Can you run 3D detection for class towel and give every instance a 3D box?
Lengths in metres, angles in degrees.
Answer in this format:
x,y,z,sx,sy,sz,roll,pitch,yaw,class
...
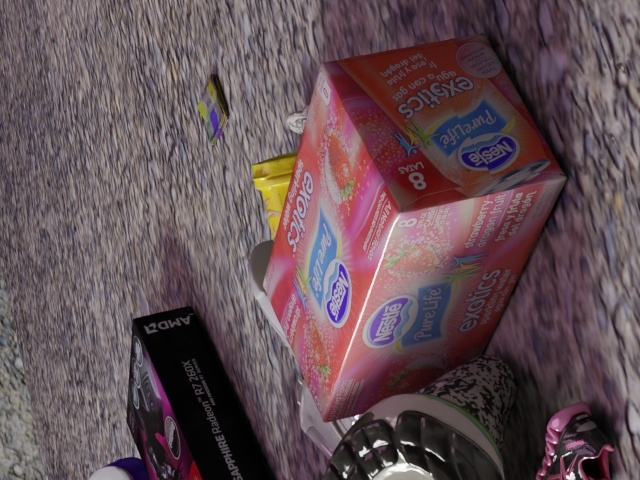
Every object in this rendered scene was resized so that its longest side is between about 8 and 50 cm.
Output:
x,y,z,sx,sy,sz,roll,pitch,yaw,class
-0.126,-0.153,1.859,0.083,0.009,0.060,128,126,-64,towel

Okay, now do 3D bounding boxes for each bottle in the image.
x,y,z,sx,sy,sz,roll,pitch,yaw,class
-0.265,0.367,2.256,0.118,0.092,0.283,61,180,17,bottle

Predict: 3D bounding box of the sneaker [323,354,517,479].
x,y,z,sx,sy,sz,roll,pitch,yaw,class
0.053,0.238,1.344,0.158,0.182,0.410,44,132,4,sneaker

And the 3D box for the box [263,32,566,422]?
x,y,z,sx,sy,sz,roll,pitch,yaw,class
0.064,-0.002,1.265,0.300,0.142,0.154,108,144,-53,box

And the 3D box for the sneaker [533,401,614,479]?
x,y,z,sx,sy,sz,roll,pitch,yaw,class
0.192,0.180,1.184,0.057,0.047,0.119,42,142,40,sneaker

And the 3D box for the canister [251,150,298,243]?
x,y,z,sx,sy,sz,roll,pitch,yaw,class
0.000,0.000,1.476,0.126,0.073,0.170,-30,-73,-71,canister

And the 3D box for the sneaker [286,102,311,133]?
x,y,z,sx,sy,sz,roll,pitch,yaw,class
-0.010,-0.111,1.549,0.083,0.032,0.037,155,102,-69,sneaker

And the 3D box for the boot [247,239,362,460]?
x,y,z,sx,sy,sz,roll,pitch,yaw,class
-0.008,0.120,1.582,0.258,0.095,0.123,57,144,42,boot

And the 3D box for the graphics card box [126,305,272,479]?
x,y,z,sx,sy,sz,roll,pitch,yaw,class
-0.153,0.296,2.065,0.232,0.094,0.371,100,151,-47,graphics card box
